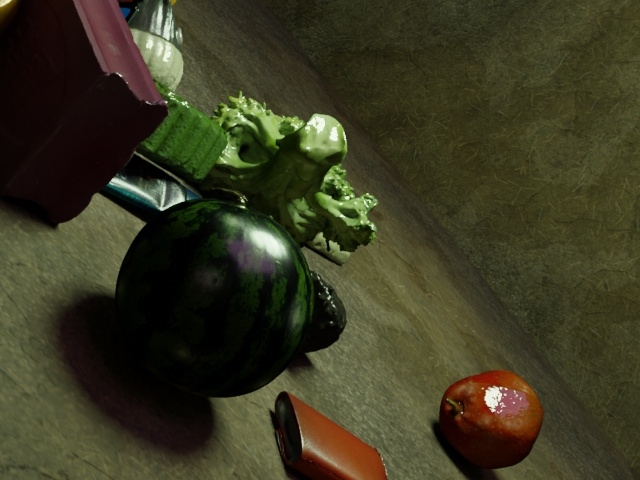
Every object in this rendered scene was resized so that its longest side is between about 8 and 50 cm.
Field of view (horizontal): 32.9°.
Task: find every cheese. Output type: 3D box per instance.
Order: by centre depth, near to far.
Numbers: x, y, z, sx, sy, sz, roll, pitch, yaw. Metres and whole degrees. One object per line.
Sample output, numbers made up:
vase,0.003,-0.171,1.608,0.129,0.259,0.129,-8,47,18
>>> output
cheese,0.000,0.000,2.369,0.194,0.043,0.065,32,26,-52

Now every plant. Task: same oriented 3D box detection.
plant,-0.040,0.114,1.768,0.131,0.142,0.203,62,9,16

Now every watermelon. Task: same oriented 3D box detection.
watermelon,-0.133,0.071,1.375,0.269,0.269,0.269,44,14,-14

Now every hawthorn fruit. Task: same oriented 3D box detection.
hawthorn fruit,0.312,0.338,2.088,0.225,0.196,0.196,24,25,-36

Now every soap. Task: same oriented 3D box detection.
soap,-0.363,-0.222,1.512,0.128,0.233,0.359,31,21,-43

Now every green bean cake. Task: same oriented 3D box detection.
green bean cake,-0.292,-0.210,1.777,0.248,0.125,0.222,31,0,28

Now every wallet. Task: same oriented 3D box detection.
wallet,0.019,0.313,1.566,0.204,0.045,0.142,38,19,-31

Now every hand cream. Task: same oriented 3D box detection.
hand cream,-0.301,-0.095,1.719,0.270,0.061,0.120,31,36,-35

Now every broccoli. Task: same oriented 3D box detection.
broccoli,-0.086,-0.147,1.972,0.397,0.353,0.275,41,52,-71

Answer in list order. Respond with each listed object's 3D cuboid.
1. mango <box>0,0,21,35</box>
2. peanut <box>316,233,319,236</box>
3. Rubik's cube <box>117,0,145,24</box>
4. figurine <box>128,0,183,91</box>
mango,-0.509,-0.387,1.524,0.160,0.191,0.290,28,63,-43
peanut,-0.070,-0.091,2.250,0.123,0.123,0.257,29,22,-51
Rubik's cube,-0.378,-0.458,1.902,0.250,0.234,0.284,-111,-177,-59
figurine,-0.334,-0.411,1.972,0.185,0.332,0.204,6,13,8
